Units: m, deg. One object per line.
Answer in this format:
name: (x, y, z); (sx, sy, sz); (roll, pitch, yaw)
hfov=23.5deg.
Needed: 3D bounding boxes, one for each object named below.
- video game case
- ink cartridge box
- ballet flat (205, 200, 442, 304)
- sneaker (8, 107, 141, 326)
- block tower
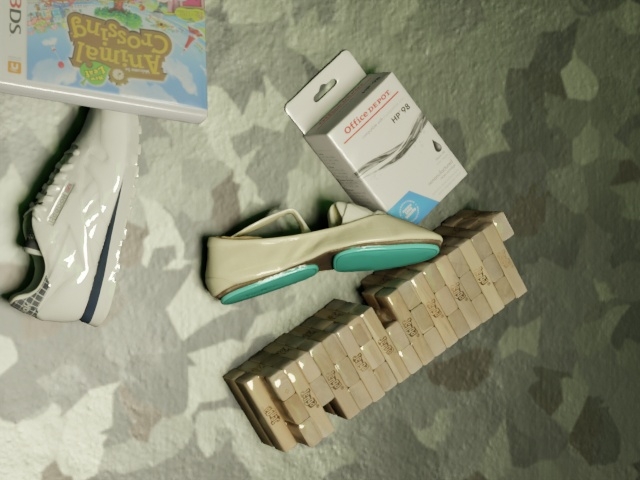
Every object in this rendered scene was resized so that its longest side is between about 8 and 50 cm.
video game case: (-0.210, -0.216, 1.473); (0.212, 0.023, 0.193); (8, 67, -27)
ink cartridge box: (0.059, -0.104, 1.629); (0.104, 0.060, 0.180); (-45, 110, -16)
ballet flat: (0.000, 0.000, 1.580); (0.248, 0.086, 0.086); (-12, 98, -10)
sneaker: (-0.233, -0.037, 1.480); (0.094, 0.090, 0.235); (11, 85, -16)
block tower: (0.068, 0.093, 1.628); (0.335, 0.091, 0.097); (-35, 108, -20)
